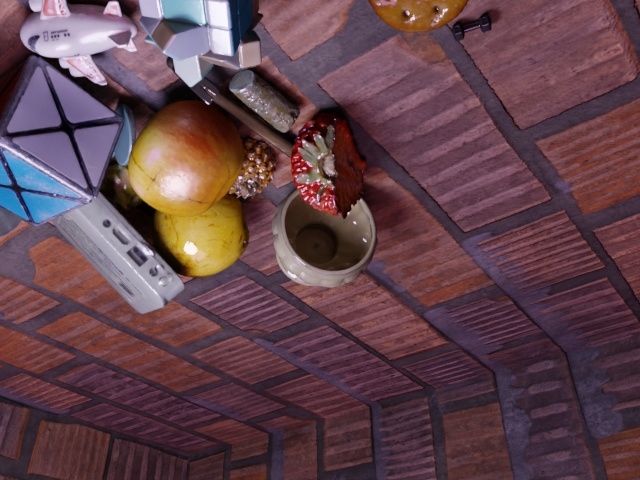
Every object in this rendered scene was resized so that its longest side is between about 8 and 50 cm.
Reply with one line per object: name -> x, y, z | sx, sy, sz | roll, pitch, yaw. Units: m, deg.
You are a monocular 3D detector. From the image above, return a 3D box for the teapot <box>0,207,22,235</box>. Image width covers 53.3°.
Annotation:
teapot -> -0.916, -0.131, 1.716 | 0.203, 0.171, 0.225 | 43, 152, 11

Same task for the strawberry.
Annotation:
strawberry -> 0.012, -0.200, 1.635 | 0.150, 0.280, 0.253 | -1, 109, 19

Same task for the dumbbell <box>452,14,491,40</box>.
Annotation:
dumbbell -> 0.330, -0.463, 1.388 | 0.083, 0.035, 0.040 | -13, 140, 17

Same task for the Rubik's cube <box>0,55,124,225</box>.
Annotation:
Rubik's cube -> -0.643, -0.215, 1.449 | 0.259, 0.254, 0.260 | -17, 143, 38

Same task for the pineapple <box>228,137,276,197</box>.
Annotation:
pineapple -> -0.201, -0.169, 1.702 | 0.162, 0.136, 0.176 | 15, 140, -21

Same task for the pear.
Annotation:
pear -> -0.336, -0.025, 1.791 | 0.281, 0.280, 0.280 | 0, 144, 0

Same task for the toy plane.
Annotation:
toy plane -> -0.510, -0.438, 1.346 | 0.253, 0.118, 0.252 | 2, 143, 1

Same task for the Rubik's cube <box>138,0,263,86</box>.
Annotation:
Rubik's cube -> -0.224, -0.426, 1.248 | 0.225, 0.265, 0.212 | 13, 141, 7

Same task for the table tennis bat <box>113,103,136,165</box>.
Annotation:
table tennis bat -> -0.506, -0.251, 1.603 | 0.038, 0.148, 0.237 | -6, 173, -34

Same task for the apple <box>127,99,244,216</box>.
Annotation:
apple -> -0.320, -0.192, 1.543 | 0.233, 0.286, 0.286 | 33, 138, -2

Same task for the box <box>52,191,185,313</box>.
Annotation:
box -> -0.565, 0.027, 1.761 | 0.396, 0.111, 0.397 | 49, 155, -11

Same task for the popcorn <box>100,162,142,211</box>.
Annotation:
popcorn -> -0.538, -0.151, 1.747 | 0.145, 0.126, 0.125 | 11, 120, 10

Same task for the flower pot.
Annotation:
flower pot -> 0.000, 0.000, 1.832 | 0.308, 0.307, 0.244 | 8, 160, -12

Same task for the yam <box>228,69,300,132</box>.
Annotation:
yam -> -0.131, -0.335, 1.529 | 0.078, 0.078, 0.179 | -28, 133, 32

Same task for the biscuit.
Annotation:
biscuit -> 0.197, -0.519, 1.284 | 0.221, 0.066, 0.220 | 0, 144, 0

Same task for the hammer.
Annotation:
hammer -> -0.179, -0.302, 1.553 | 0.044, 0.168, 0.440 | -51, 138, 8
